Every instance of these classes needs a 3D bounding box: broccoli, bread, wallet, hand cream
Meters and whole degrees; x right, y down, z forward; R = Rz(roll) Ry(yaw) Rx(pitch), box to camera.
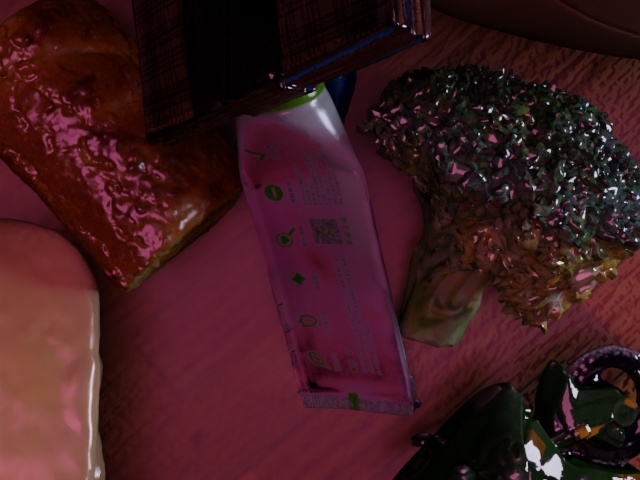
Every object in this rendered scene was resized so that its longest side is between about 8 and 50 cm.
[{"bbox_3d":[0.106,-0.012,0.697,0.220,0.194,0.194,9,93,-23],"label":"broccoli"},{"bbox_3d":[-0.134,-0.065,0.683,0.172,0.132,0.103,47,136,-1],"label":"bread"},{"bbox_3d":[-0.032,-0.127,0.536,0.042,0.230,0.124,-1,83,-38],"label":"wallet"},{"bbox_3d":[0.000,0.001,0.672,0.050,0.079,0.275,-34,126,-29],"label":"hand cream"}]

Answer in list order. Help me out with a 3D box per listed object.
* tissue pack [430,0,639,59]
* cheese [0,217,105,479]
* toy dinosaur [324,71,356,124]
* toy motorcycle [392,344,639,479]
[{"bbox_3d":[0.199,-0.226,0.560,0.387,0.277,0.267,-4,91,-43],"label":"tissue pack"},{"bbox_3d":[-0.257,0.207,0.644,0.384,0.104,0.384,3,77,-13],"label":"cheese"},{"bbox_3d":[-0.013,-0.128,0.684,0.076,0.144,0.329,-15,129,-20],"label":"toy dinosaur"},{"bbox_3d":[0.140,0.208,0.705,0.187,0.125,0.274,-3,93,-8],"label":"toy motorcycle"}]
